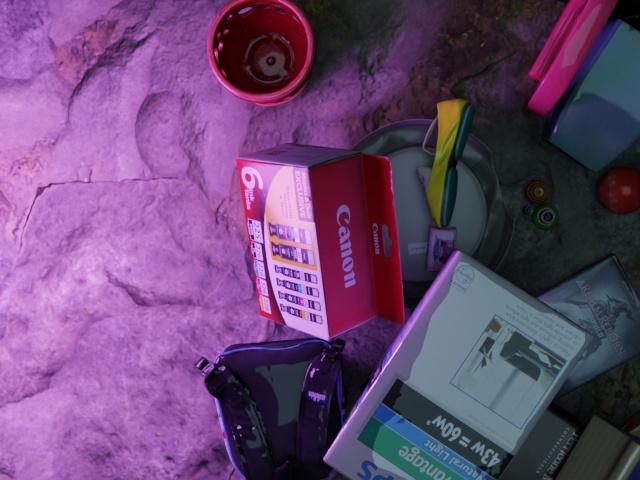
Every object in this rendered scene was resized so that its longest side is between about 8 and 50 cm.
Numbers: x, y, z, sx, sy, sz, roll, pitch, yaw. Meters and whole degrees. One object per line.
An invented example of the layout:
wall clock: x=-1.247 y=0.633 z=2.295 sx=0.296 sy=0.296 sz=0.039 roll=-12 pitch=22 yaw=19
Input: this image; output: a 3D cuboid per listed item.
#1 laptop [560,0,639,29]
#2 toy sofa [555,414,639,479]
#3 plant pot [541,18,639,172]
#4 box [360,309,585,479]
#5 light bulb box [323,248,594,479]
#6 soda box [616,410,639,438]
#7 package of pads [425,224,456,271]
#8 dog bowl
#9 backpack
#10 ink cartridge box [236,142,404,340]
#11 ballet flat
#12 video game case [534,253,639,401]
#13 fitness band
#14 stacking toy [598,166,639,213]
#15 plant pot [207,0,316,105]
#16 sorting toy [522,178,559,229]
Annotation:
laptop: x=0.547 y=-0.570 z=1.554 sx=0.234 sy=0.136 sz=0.264 roll=21 pitch=120 yaw=1
toy sofa: x=0.606 y=0.454 z=1.465 sx=0.362 sy=0.177 sz=0.150 roll=27 pitch=94 yaw=-31
plant pot: x=0.520 y=-0.249 z=1.508 sx=0.166 sy=0.165 sz=0.234 roll=34 pitch=102 yaw=0
box: x=0.281 y=0.317 z=1.548 sx=0.381 sy=0.143 sz=0.191 roll=33 pitch=95 yaw=3
light bulb box: x=0.210 y=0.221 z=1.307 sx=0.225 sy=0.358 sz=0.361 roll=33 pitch=94 yaw=7
soda box: x=0.582 y=0.398 z=1.596 sx=0.181 sy=0.058 sz=0.061 roll=-36 pitch=92 yaw=5
package of pads: x=0.218 y=0.015 z=1.495 sx=0.050 sy=0.032 sz=0.083 roll=4 pitch=94 yaw=3
dog bowl: x=0.182 y=-0.049 z=1.559 sx=0.349 sy=0.102 sz=0.348 roll=0 pitch=94 yaw=3
backpack: x=-0.068 y=0.317 z=1.541 sx=0.276 sy=0.213 sz=0.263 roll=-7 pitch=86 yaw=9
ink cartridge box: x=0.000 y=0.000 z=1.447 sx=0.130 sy=0.272 sz=0.309 roll=-21 pitch=111 yaw=-37
ballet flat: x=0.214 y=-0.140 z=1.473 sx=0.077 sy=0.077 sz=0.231 roll=13 pitch=92 yaw=22
video game case: x=0.491 y=0.176 z=1.602 sx=0.274 sy=0.026 sz=0.196 roll=-30 pitch=92 yaw=5
fitness band: x=0.447 y=-0.356 z=1.473 sx=0.054 sy=0.209 sz=0.291 roll=27 pitch=98 yaw=-1
stacking toy: x=0.673 y=-0.105 z=1.496 sx=0.330 sy=0.141 sz=0.141 roll=-3 pitch=94 yaw=22
plant pot: x=-0.099 y=-0.341 z=1.513 sx=0.191 sy=0.174 sz=0.191 roll=0 pitch=95 yaw=2
sorting toy: x=0.417 y=-0.066 z=1.578 sx=0.061 sy=0.042 sz=0.102 roll=-24 pitch=93 yaw=4
